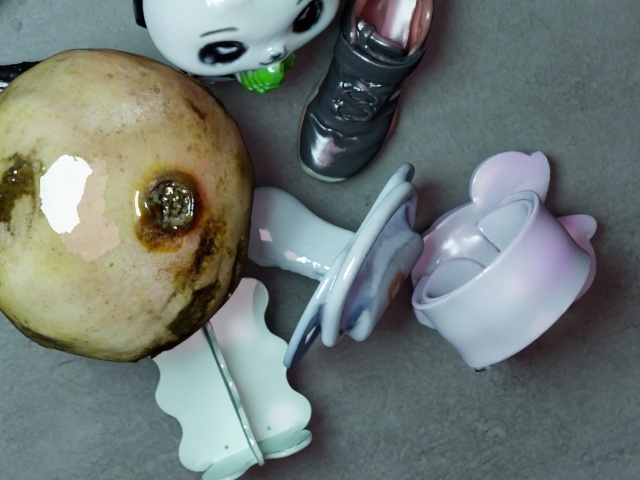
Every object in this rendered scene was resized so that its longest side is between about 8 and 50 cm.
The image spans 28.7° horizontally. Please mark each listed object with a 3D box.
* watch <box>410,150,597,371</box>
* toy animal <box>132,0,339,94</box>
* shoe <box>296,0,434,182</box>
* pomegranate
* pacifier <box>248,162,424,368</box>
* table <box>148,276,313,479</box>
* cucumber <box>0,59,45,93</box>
[{"bbox_3d":[0.230,0.034,1.453,0.248,0.217,0.211,-42,103,-1],"label":"watch"},{"bbox_3d":[-0.090,-0.259,1.338,0.212,0.267,0.213,-3,101,-14],"label":"toy animal"},{"bbox_3d":[0.062,-0.198,1.432,0.114,0.137,0.291,17,98,-11],"label":"shoe"},{"bbox_3d":[-0.216,-0.036,1.281,0.322,0.322,0.322,-1,98,-9],"label":"pomegranate"},{"bbox_3d":[0.000,0.000,1.405,0.207,0.227,0.279,29,60,10],"label":"pacifier"},{"bbox_3d":[-0.112,0.153,1.440,0.166,0.166,0.198,-21,101,-6],"label":"table"},{"bbox_3d":[-0.361,-0.159,1.401,0.303,0.072,0.081,-5,99,-8],"label":"cucumber"}]
